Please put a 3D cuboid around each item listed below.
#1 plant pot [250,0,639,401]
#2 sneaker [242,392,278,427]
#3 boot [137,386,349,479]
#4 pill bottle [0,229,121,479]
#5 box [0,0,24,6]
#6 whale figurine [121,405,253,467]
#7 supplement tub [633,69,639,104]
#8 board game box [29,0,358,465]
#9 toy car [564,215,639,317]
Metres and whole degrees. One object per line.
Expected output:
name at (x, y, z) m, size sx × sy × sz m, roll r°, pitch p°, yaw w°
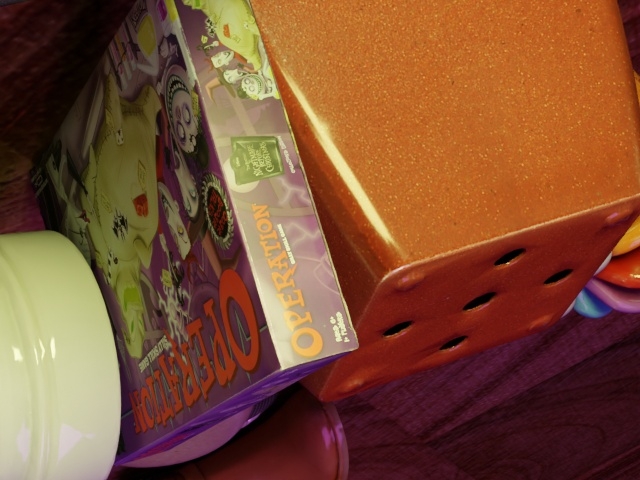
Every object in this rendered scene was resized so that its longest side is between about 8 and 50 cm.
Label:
plant pot at (0.049, -0.059, 0.978) m, size 0.267 × 0.236 × 0.267 m, roll -16°, pitch 155°, yaw -22°
sneaker at (-0.110, 0.124, 1.411) m, size 0.234 × 0.078 × 0.106 m, roll 2°, pitch 148°, yaw -44°
boot at (-0.101, 0.244, 1.678) m, size 0.220 × 0.109 × 0.283 m, roll -11°, pitch 161°, yaw -22°
pill bottle at (-0.336, 0.103, 0.914) m, size 0.407 × 0.229 × 0.229 m, roll -8°, pitch 152°, yaw -30°
box at (-0.120, -0.142, 0.664) m, size 0.232 × 0.059 × 0.322 m, roll -17°, pitch -175°, yaw -20°
whale figurine at (-0.183, 0.081, 1.218) m, size 0.272 × 0.141 × 0.216 m, roll 7°, pitch 148°, yaw -12°
supplement tub at (0.173, -0.061, 1.257) m, size 0.117 × 0.117 × 0.190 m, roll 2°, pitch 144°, yaw -48°
board game box at (-0.088, 0.003, 0.898) m, size 0.056 × 0.208 × 0.347 m, roll -18°, pitch 171°, yaw -24°
toy car at (0.251, 0.004, 1.397) m, size 0.159 × 0.136 × 0.182 m, roll -53°, pitch 174°, yaw -33°
